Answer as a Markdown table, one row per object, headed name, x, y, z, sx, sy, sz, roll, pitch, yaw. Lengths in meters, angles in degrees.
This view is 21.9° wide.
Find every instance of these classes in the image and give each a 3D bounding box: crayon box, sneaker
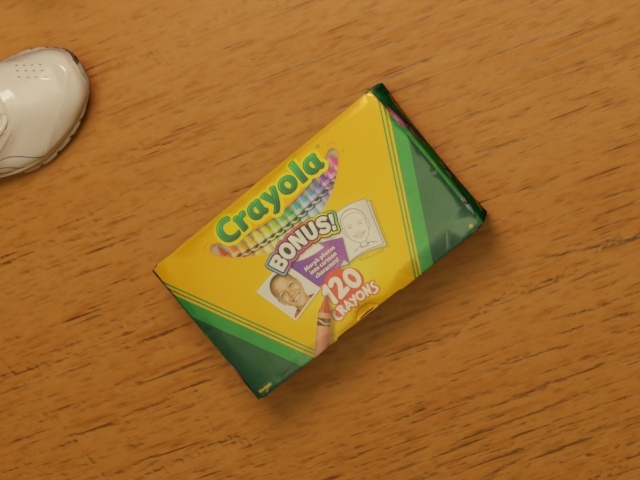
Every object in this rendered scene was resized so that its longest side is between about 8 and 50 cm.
| name | x | y | z | sx | sy | sz | roll | pitch | yaw |
| --- | --- | --- | --- | --- | --- | --- | --- | --- | --- |
| crayon box | 0.000 | 0.000 | 1.579 | 0.278 | 0.081 | 0.165 | -39 | 92 | 13 |
| sneaker | -0.354 | -0.090 | 1.597 | 0.297 | 0.129 | 0.111 | -30 | 92 | 12 |
